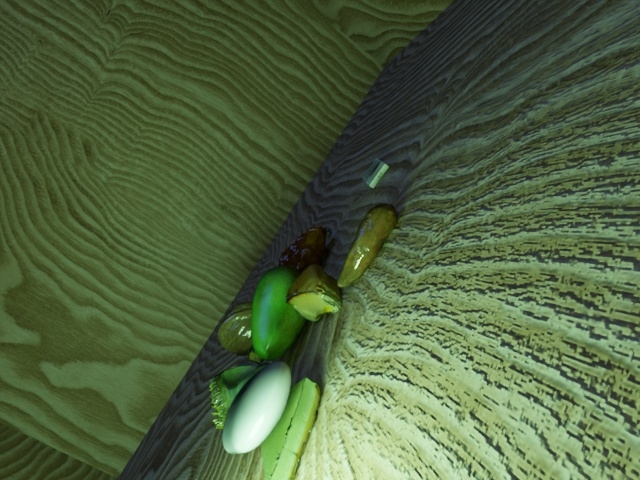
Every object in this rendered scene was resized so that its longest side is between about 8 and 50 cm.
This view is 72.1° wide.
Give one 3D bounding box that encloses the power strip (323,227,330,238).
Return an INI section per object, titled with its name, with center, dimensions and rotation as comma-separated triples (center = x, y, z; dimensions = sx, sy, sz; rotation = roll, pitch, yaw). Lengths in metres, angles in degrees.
[power strip]
center = 0.000, 0.000, 1.976
dimensions = 0.123, 0.032, 0.056
rotation = -55, 12, 6

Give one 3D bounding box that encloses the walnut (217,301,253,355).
[walnut]
center = -0.316, 0.369, 1.852
dimensions = 0.228, 0.228, 0.228
rotation = -53, 13, 17

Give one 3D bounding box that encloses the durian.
[durian]
center = -0.248, 0.496, 1.406
dimensions = 0.197, 0.163, 0.394
rotation = -16, -4, 3

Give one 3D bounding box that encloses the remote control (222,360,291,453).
[remote control]
center = -0.160, 0.412, 1.085
dimensions = 0.221, 0.103, 0.332
rotation = -60, 7, -33

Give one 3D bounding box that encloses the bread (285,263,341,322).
[bread]
center = -0.026, 0.188, 1.356
dimensions = 0.160, 0.140, 0.169
rotation = -47, 15, 16

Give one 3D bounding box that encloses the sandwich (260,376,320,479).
[sandwich]
center = -0.093, 0.474, 1.056
dimensions = 0.212, 0.063, 0.245
rotation = -48, 13, 49

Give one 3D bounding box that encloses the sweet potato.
[sweet potato]
center = 0.132, 0.012, 1.289
dimensions = 0.292, 0.097, 0.097
rotation = -58, 12, -1

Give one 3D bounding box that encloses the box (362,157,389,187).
[box]
center = 0.227, -0.285, 1.837
dimensions = 0.109, 0.029, 0.198
rotation = -54, 12, 12

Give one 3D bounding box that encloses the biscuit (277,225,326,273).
[biscuit]
center = -0.093, 0.111, 1.834
dimensions = 0.312, 0.110, 0.318
rotation = -39, 29, 47

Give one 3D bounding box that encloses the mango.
[mango]
center = -0.140, 0.239, 1.500
dimensions = 0.225, 0.201, 0.382
rotation = -50, 17, 36

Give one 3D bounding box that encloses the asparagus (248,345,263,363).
[asparagus]
center = -0.180, 0.341, 1.604
dimensions = 0.067, 0.060, 0.278
rotation = -38, 8, 29

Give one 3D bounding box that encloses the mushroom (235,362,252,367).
[mushroom]
center = -0.310, 0.530, 1.673
dimensions = 0.225, 0.093, 0.116
rotation = -31, 48, 53
